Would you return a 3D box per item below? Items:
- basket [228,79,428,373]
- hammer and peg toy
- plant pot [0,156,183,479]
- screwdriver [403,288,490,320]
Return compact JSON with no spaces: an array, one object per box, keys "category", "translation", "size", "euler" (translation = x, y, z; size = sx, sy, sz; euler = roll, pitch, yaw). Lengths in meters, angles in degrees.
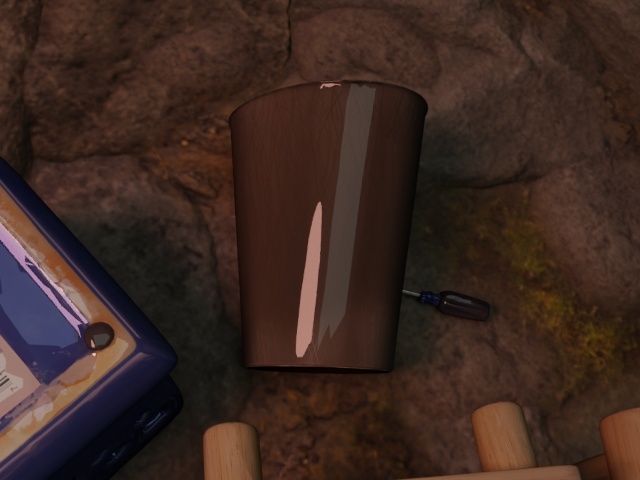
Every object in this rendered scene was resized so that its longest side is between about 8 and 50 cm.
[{"category":"basket","translation":[0.000,0.000,0.737],"size":[0.154,0.204,0.227],"euler":[12,76,-40]},{"category":"hammer and peg toy","translation":[0.080,0.221,0.618],"size":[0.361,0.266,0.127],"euler":[-2,59,-10]},{"category":"plant pot","translation":[-0.248,0.095,0.613],"size":[0.236,0.212,0.236],"euler":[-40,84,-24]},{"category":"screwdriver","translation":[0.082,0.052,0.813],"size":[0.169,0.024,0.025],"euler":[11,40,-8]}]
